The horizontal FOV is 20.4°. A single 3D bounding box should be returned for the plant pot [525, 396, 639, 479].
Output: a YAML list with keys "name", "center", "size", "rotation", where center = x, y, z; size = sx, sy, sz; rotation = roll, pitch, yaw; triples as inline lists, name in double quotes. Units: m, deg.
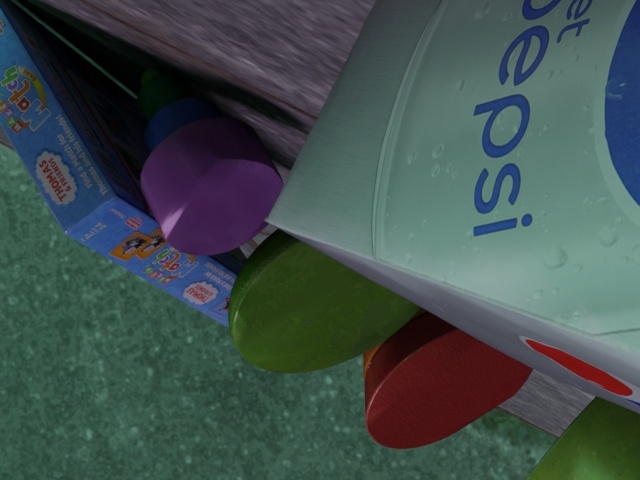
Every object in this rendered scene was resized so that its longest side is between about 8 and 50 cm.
- name: "plant pot"
  center: [0.221, 0.173, 0.720]
  size: [0.293, 0.275, 0.275]
  rotation: [42, 179, 17]

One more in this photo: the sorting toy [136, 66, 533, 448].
- name: "sorting toy"
  center: [0.000, 0.000, 1.033]
  size: [0.365, 0.127, 0.126]
  rotation: [39, -162, -52]

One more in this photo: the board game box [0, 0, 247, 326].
- name: "board game box"
  center: [-0.118, -0.044, 1.009]
  size: [0.160, 0.039, 0.211]
  rotation: [56, -172, 25]

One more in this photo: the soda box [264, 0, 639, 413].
- name: "soda box"
  center: [0.108, 0.000, 0.329]
  size: [0.098, 0.091, 0.286]
  rotation: [29, 175, -31]
